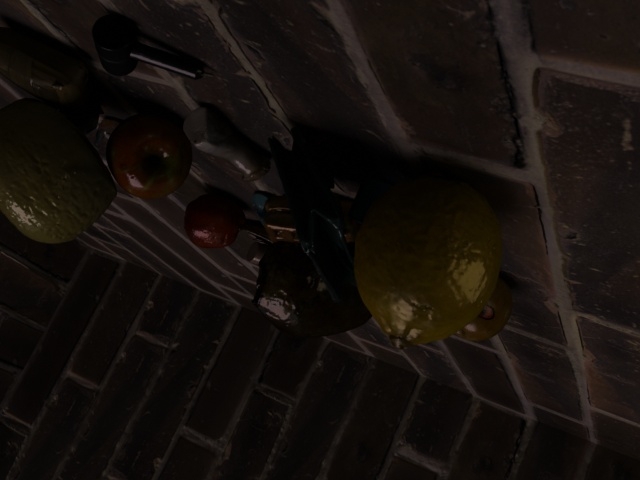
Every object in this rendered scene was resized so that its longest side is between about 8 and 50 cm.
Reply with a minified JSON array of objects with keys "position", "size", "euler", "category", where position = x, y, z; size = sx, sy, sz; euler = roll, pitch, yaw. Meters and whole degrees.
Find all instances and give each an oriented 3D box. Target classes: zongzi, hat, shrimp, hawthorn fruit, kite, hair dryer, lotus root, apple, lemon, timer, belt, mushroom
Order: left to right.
[{"position":[-0.595,-0.358,1.827],"size":[0.228,0.115,0.256],"euler":[26,175,4],"category":"zongzi"},{"position":[-0.597,-0.305,2.002],"size":[0.140,0.105,0.058],"euler":[12,163,10],"category":"belt"},{"position":[-0.504,-0.240,2.159],"size":[0.178,0.075,0.289],"euler":[40,163,-21],"category":"shrimp"},{"position":[-0.386,-0.191,1.889],"size":[0.196,0.196,0.196],"euler":[24,166,6],"category":"apple"},{"position":[-0.298,-0.328,1.516],"size":[0.219,0.071,0.124],"euler":[17,168,-2],"category":"hair dryer"},{"position":[-0.192,-0.196,1.761],"size":[0.092,0.081,0.223],"euler":[40,-178,44],"category":"mushroom"},{"position":[-0.233,-0.033,2.296],"size":[0.286,0.165,0.165],"euler":[18,165,6],"category":"hawthorn fruit"},{"position":[-0.102,-0.047,2.141],"size":[0.191,0.077,0.138],"euler":[29,162,-17],"category":"hat"},{"position":[0.004,0.130,1.974],"size":[0.314,0.210,0.142],"euler":[8,178,-38],"category":"lotus root"},{"position":[0.025,-0.160,1.660],"size":[0.125,0.008,0.222],"euler":[28,165,-14],"category":"kite"},{"position":[0.191,-0.035,1.752],"size":[0.232,0.091,0.250],"euler":[21,177,14],"category":"timer"},{"position":[0.189,0.036,1.477],"size":[0.268,0.321,0.268],"euler":[10,176,1],"category":"lemon"},{"position":[0.346,0.144,1.911],"size":[0.183,0.155,0.182],"euler":[22,168,5],"category":"apple"}]

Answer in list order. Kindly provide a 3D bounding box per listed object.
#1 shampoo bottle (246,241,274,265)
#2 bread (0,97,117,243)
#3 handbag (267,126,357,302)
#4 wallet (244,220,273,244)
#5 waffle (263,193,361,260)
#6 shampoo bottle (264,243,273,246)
[{"position":[-0.093,0.076,2.543],"size":[0.257,0.078,0.127],"euler":[23,169,-24],"category":"shampoo bottle"},{"position":[-0.607,-0.152,1.847],"size":[0.320,0.237,0.320],"euler":[54,170,15],"category":"bread"},{"position":[0.007,-0.048,1.600],"size":[0.100,0.274,0.268],"euler":[-21,145,5],"category":"handbag"},{"position":[-0.125,-0.006,2.410],"size":[0.243,0.039,0.133],"euler":[15,167,45],"category":"wallet"},{"position":[0.000,0.000,1.989],"size":[0.224,0.098,0.327],"euler":[8,158,12],"category":"waffle"},{"position":[-0.102,0.080,2.646],"size":[0.204,0.065,0.065],"euler":[32,165,-25],"category":"shampoo bottle"}]
